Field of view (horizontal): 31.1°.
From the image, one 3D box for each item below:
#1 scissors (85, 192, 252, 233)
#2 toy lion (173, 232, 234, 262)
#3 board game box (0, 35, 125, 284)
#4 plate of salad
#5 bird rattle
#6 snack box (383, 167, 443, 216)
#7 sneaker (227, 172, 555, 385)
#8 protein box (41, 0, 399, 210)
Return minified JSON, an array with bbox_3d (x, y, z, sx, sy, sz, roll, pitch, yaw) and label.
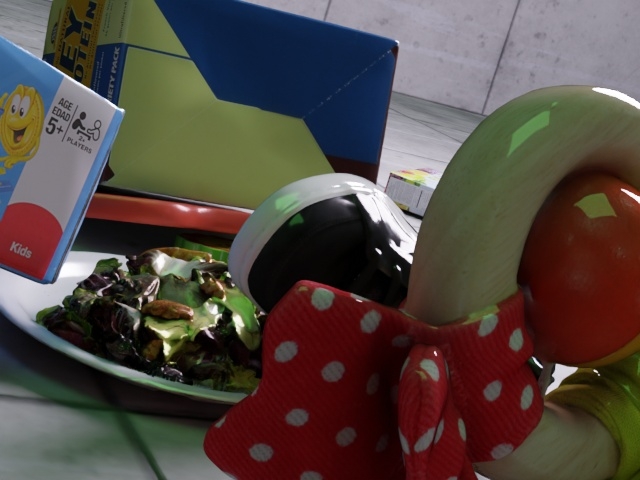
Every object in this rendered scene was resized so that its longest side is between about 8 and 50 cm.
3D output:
[{"bbox_3d":[-0.042,-0.008,0.761,0.297,0.021,0.109,8,-2,-11],"label":"scissors"},{"bbox_3d":[-0.044,0.014,0.767,0.100,0.034,0.096,9,7,-33],"label":"toy lion"},{"bbox_3d":[-0.294,-0.099,0.481,0.302,0.086,0.308,16,-10,39],"label":"board game box"},{"bbox_3d":[-0.070,0.033,0.596,0.199,0.048,0.200,17,12,-4],"label":"plate of salad"},{"bbox_3d":[0.084,0.039,0.462,0.253,0.207,0.143,20,-10,-32],"label":"bird rattle"},{"bbox_3d":[0.136,-0.045,1.247,0.100,0.037,0.141,22,13,18],"label":"snack box"},{"bbox_3d":[0.054,0.040,0.570,0.121,0.079,0.217,40,9,30],"label":"sneaker"},{"bbox_3d":[-0.086,-0.097,0.841,0.199,0.136,0.201,9,2,-28],"label":"protein box"}]
